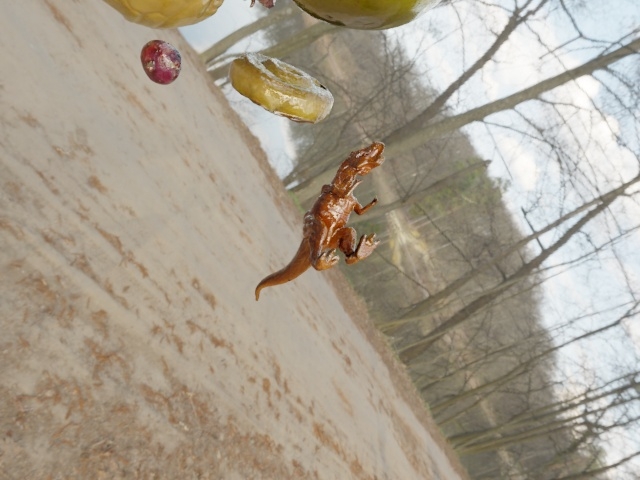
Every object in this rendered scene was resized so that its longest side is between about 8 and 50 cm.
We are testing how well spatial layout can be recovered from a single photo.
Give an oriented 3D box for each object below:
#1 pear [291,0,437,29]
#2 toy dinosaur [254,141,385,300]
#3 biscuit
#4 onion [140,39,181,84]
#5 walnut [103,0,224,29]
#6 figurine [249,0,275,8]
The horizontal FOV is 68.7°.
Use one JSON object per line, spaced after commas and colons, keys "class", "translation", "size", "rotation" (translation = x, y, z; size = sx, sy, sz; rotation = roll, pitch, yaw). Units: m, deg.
{"class": "pear", "translation": [0.075, -0.451, 0.767], "size": [0.386, 0.340, 0.192], "rotation": [-3, 99, -41]}
{"class": "toy dinosaur", "translation": [0.000, 0.000, 0.895], "size": [0.097, 0.432, 0.208], "rotation": [31, 14, -33]}
{"class": "biscuit", "translation": [-0.100, -0.418, 1.259], "size": [0.296, 0.102, 0.296], "rotation": [20, 30, -12]}
{"class": "onion", "translation": [-0.394, -0.436, 1.150], "size": [0.107, 0.107, 0.097], "rotation": [62, 35, -11]}
{"class": "walnut", "translation": [-0.129, -0.278, 0.378], "size": [0.159, 0.207, 0.159], "rotation": [15, 54, -22]}
{"class": "figurine", "translation": [-0.136, -0.525, 0.950], "size": [0.114, 0.156, 0.126], "rotation": [59, 21, -44]}
